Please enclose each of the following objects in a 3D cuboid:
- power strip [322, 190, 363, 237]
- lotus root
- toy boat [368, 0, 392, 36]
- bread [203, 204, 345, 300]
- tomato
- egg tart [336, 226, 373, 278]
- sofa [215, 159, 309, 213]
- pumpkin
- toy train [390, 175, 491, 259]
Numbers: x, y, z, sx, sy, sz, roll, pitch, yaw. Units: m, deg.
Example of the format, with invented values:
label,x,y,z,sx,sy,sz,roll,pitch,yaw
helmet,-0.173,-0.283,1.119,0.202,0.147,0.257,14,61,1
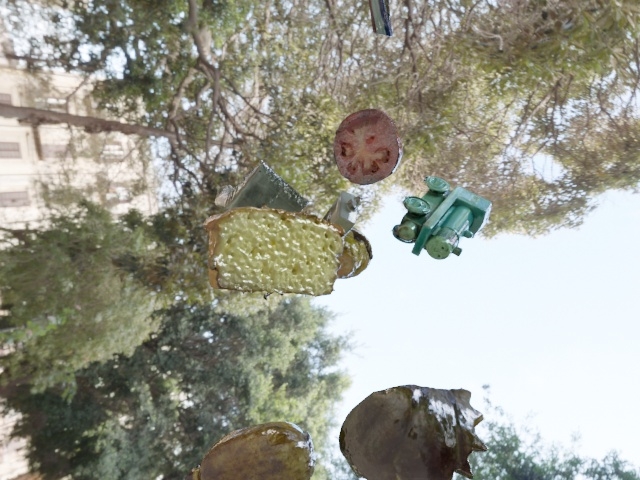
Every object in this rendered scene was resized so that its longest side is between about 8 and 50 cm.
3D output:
label,x,y,z,sx,sy,sz,roll,pitch,yaw
power strip,0.002,0.002,0.922,0.048,0.080,0.286,26,-43,-11
lotus root,-0.136,0.435,0.794,0.128,0.260,0.145,-114,-173,-80
toy boat,0.126,-0.555,0.898,0.045,0.080,0.229,0,-38,15
bread,-0.086,0.023,0.657,0.139,0.228,0.143,-7,-104,52
tomato,0.147,-0.270,1.215,0.224,0.085,0.225,5,-80,31
egg tart,0.062,0.054,1.434,0.240,0.106,0.241,4,-58,7
sofa,-0.193,-0.122,1.286,0.176,0.210,0.225,-55,-155,-7
pumpkin,0.143,0.322,0.660,0.253,0.149,0.130,-32,-145,5
toy train,0.312,-0.055,1.062,0.194,0.298,0.120,31,-50,18
